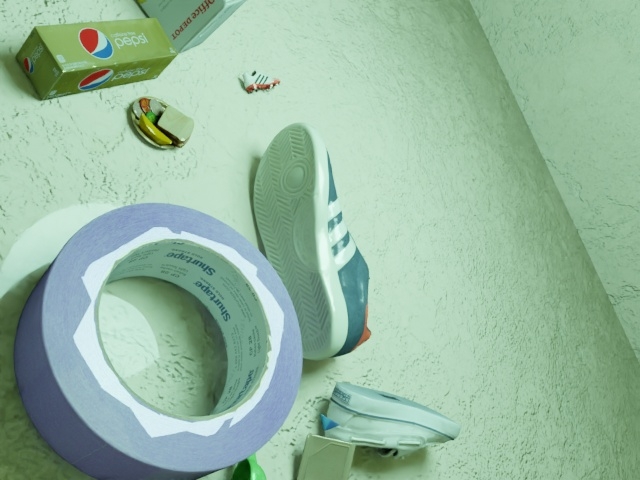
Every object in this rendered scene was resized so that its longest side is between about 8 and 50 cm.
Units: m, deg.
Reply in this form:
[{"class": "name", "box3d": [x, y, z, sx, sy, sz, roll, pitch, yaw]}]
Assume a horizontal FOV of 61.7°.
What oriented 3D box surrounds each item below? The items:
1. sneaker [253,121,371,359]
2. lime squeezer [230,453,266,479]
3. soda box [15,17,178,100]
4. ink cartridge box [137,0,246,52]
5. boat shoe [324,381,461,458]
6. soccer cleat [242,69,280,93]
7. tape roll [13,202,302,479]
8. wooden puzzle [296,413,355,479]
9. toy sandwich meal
[{"class": "sneaker", "box3d": [0.000, 0.000, 0.798, 0.148, 0.131, 0.351, 15, 64, -52]}, {"class": "lime squeezer", "box3d": [-0.118, 0.264, 0.554, 0.110, 0.058, 0.310, 57, 39, -9]}, {"class": "soda box", "box3d": [-0.265, -0.227, 0.657, 0.058, 0.061, 0.181, 58, 38, -6]}, {"class": "ink cartridge box", "box3d": [-0.205, -0.380, 0.762, 0.175, 0.127, 0.072, 55, 36, -13]}, {"class": "boat shoe", "box3d": [0.106, 0.277, 0.794, 0.258, 0.095, 0.084, 25, 83, -31]}, {"class": "soccer cleat", "box3d": [-0.099, -0.271, 0.903, 0.083, 0.029, 0.036, -29, 96, -48]}, {"class": "tape roll", "box3d": [-0.152, 0.100, 0.551, 0.274, 0.090, 0.275, 26, 46, -31]}, {"class": "wooden puzzle", "box3d": [0.006, 0.290, 0.689, 0.078, 0.014, 0.117, 26, 75, -17]}, {"class": "toy sandwich meal", "box3d": [-0.209, -0.158, 0.709, 0.085, 0.029, 0.086, 27, 51, -38]}]
